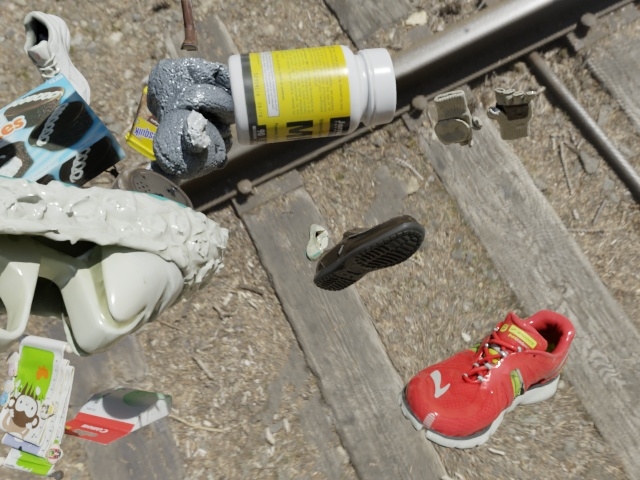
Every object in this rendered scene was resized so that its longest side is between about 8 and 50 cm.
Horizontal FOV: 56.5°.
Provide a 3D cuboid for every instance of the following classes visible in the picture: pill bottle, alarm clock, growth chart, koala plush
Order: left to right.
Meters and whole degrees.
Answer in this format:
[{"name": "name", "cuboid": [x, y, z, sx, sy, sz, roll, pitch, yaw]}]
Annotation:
[{"name": "growth chart", "cuboid": [-0.491, 0.278, 1.020, 0.172, 0.021, 0.237, -5, 75, 22]}, {"name": "alarm clock", "cuboid": [-0.267, -0.066, 0.896, 0.192, 0.129, 0.064, 39, 112, 2]}, {"name": "koala plush", "cuboid": [-0.222, -0.186, 1.017, 0.196, 0.203, 0.221, -36, 33, 38]}, {"name": "pill bottle", "cuboid": [-0.013, -0.195, 0.792, 0.208, 0.119, 0.119, -8, 73, -6]}]

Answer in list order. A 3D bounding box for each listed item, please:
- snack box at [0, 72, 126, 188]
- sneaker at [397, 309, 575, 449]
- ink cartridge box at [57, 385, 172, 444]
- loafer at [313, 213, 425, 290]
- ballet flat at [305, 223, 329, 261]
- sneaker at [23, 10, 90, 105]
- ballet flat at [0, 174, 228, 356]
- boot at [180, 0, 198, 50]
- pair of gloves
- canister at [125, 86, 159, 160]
[{"name": "snack box", "cuboid": [-0.465, -0.098, 0.861, 0.322, 0.060, 0.187, -37, 57, -12]}, {"name": "sneaker", "cuboid": [0.197, 0.140, 0.685, 0.107, 0.279, 0.118, 38, 126, 35]}, {"name": "ink cartridge box", "cuboid": [-0.498, 0.411, 1.428, 0.181, 0.224, 0.056, 3, 92, 24]}, {"name": "loafer", "cuboid": [0.066, 0.007, 0.941, 0.220, 0.080, 0.078, -29, 51, 37]}, {"name": "ballet flat", "cuboid": [0.000, 0.000, 1.509, 0.052, 0.168, 0.057, -31, 112, 21]}, {"name": "sneaker", "cuboid": [-0.556, -0.358, 1.225, 0.090, 0.115, 0.232, -20, 94, 7]}, {"name": "ballet flat", "cuboid": [-0.220, 0.028, 0.448, 0.147, 0.409, 0.147, -8, 76, 36]}, {"name": "boot", "cuboid": [-0.281, -0.463, 1.261, 0.037, 0.106, 0.114, -4, 105, -8]}, {"name": "pair of gloves", "cuboid": [0.401, -0.296, 1.466, 0.240, 0.204, 0.042, -4, 63, 12]}, {"name": "canister", "cuboid": [-0.447, -0.317, 1.618, 0.126, 0.073, 0.170, 33, 121, 4]}]
